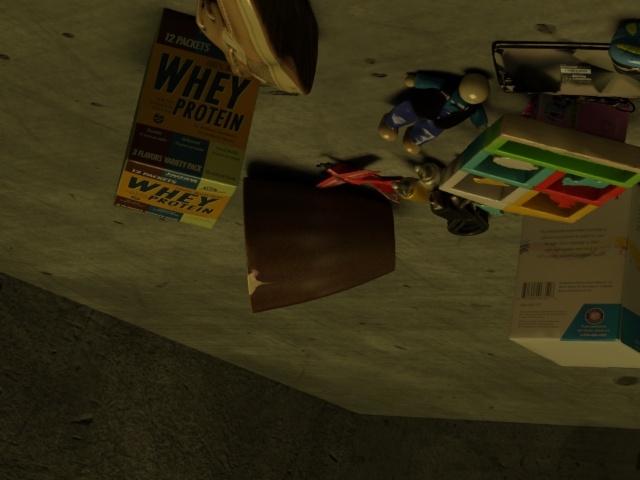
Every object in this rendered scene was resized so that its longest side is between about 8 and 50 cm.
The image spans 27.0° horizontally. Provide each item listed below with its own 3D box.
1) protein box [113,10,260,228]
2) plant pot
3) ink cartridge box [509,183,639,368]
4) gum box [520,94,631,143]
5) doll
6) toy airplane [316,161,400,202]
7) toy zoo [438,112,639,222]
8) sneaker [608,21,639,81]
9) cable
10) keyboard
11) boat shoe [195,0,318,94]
[{"bbox_3d":[-0.165,-0.145,1.672,0.136,0.200,0.201,14,163,-10],"label":"protein box"},{"bbox_3d":[0.000,0.000,2.102,0.230,0.215,0.215,-4,163,0],"label":"plant pot"},{"bbox_3d":[0.392,0.050,1.896,0.171,0.233,0.168,-2,161,37],"label":"ink cartridge box"},{"bbox_3d":[0.303,-0.130,1.650,0.107,0.062,0.188,12,164,-1],"label":"gum box"},{"bbox_3d":[0.153,-0.164,1.666,0.129,0.046,0.189,27,153,-18],"label":"doll"},{"bbox_3d":[0.063,-0.092,2.003,0.151,0.028,0.151,11,165,3],"label":"toy airplane"},{"bbox_3d":[0.269,-0.080,1.672,0.192,0.030,0.293,13,165,-8],"label":"toy zoo"},{"bbox_3d":[0.398,-0.183,1.411,0.188,0.067,0.078,15,167,10],"label":"sneaker"},{"bbox_3d":[0.215,-0.067,1.993,0.139,0.072,0.287,-14,168,20],"label":"cable"},{"bbox_3d":[0.295,-0.194,1.519,0.192,0.038,0.100,6,140,21],"label":"keyboard"},{"bbox_3d":[-0.082,-0.242,1.429,0.110,0.122,0.341,7,165,11],"label":"boat shoe"}]
